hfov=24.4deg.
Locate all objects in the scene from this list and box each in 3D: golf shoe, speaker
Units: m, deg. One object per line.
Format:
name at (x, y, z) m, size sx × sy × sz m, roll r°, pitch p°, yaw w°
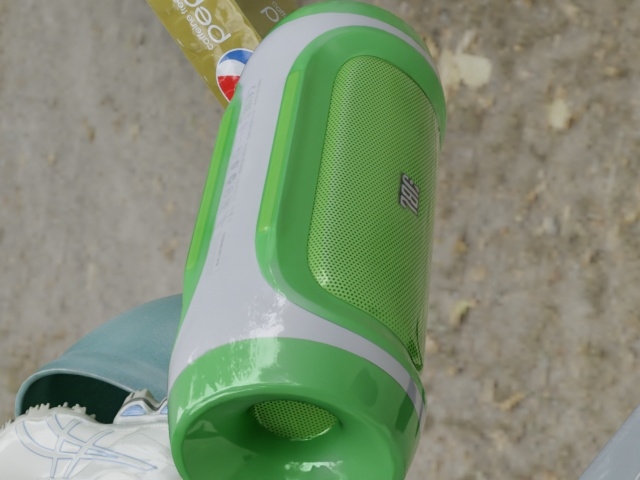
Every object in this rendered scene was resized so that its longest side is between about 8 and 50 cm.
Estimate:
golf shoe at (-0.140, 0.142, 0.871) m, size 0.176 × 0.069 × 0.086 m, roll -16°, pitch 41°, yaw 33°
speaker at (0.000, 0.000, 0.775) m, size 0.297 × 0.131 × 0.131 m, roll -81°, pitch 19°, yaw -46°

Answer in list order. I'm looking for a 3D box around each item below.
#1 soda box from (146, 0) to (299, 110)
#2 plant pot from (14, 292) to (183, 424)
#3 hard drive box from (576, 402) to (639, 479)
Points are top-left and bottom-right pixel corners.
soda box at (-0.053, -0.140, 0.965) m, size 0.061 × 0.181 × 0.058 m, roll -28°, pitch 11°, yaw 39°
plant pot at (-0.070, 0.153, 1.192) m, size 0.196 × 0.293 × 0.293 m, roll -47°, pitch 4°, yaw -36°
hard drive box at (0.048, 0.180, 0.337) m, size 0.089 × 0.232 × 0.181 m, roll 28°, pitch 147°, yaw 29°
